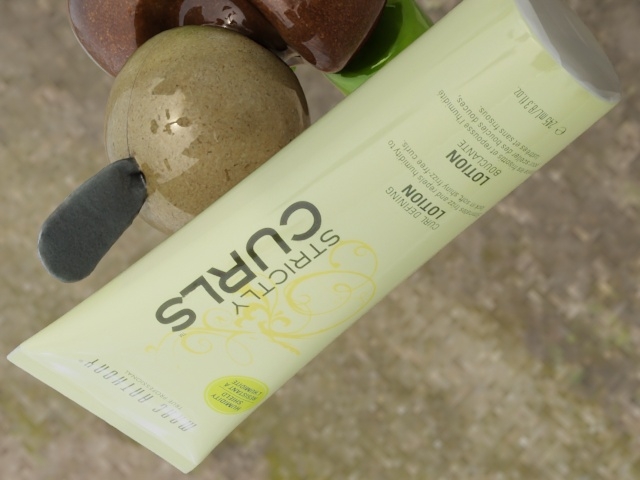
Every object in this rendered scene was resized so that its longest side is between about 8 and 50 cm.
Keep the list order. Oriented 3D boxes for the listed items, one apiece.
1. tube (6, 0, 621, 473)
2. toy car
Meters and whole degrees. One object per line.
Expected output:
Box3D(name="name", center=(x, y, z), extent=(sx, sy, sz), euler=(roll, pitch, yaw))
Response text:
Box3D(name="tube", center=(0.000, 0.000, 0.702), extent=(0.240, 0.062, 0.070), euler=(-39, 80, 23))
Box3D(name="toy car", center=(-0.058, -0.051, 0.792), extent=(0.149, 0.188, 0.155), euler=(2, 155, 37))
